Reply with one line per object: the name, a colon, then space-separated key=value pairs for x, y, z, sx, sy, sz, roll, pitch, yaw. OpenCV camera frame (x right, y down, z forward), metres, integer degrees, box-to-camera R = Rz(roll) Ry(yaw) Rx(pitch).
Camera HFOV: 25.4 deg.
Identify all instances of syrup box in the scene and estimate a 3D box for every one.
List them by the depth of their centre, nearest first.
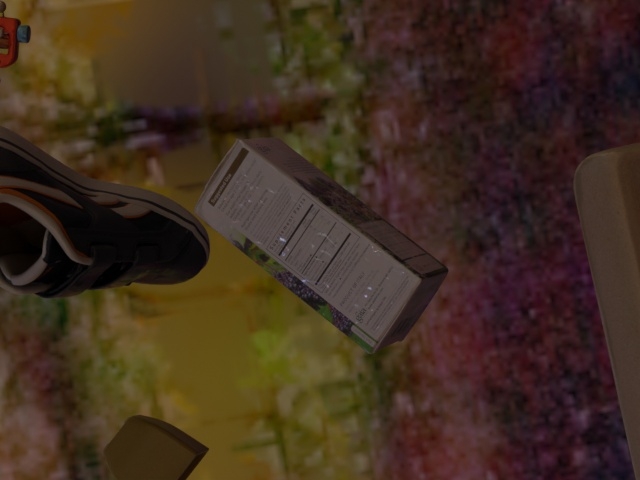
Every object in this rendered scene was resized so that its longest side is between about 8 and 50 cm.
syrup box: x=0.000 y=0.000 z=1.411 sx=0.096 sy=0.237 sz=0.093 roll=-57 pitch=-16 yaw=16

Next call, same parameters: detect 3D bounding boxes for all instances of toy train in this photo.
toy train: x=-0.382 y=-0.188 z=1.477 sx=0.046 sy=0.166 sz=0.125 roll=-71 pitch=-18 yaw=-80

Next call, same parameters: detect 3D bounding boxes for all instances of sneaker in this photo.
sneaker: x=-0.245 y=0.004 z=1.416 sx=0.126 sy=0.321 sz=0.127 roll=-36 pitch=46 yaw=33

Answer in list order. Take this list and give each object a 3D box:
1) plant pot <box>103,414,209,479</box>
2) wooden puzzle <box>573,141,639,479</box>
plant pot: x=-0.178 y=0.226 z=1.477 sx=0.083 sy=0.081 sz=0.081 roll=38 pitch=179 yaw=6
wooden puzzle: x=0.413 y=0.051 z=1.176 sx=0.080 sy=0.348 sz=0.322 roll=-15 pitch=-87 yaw=-85
